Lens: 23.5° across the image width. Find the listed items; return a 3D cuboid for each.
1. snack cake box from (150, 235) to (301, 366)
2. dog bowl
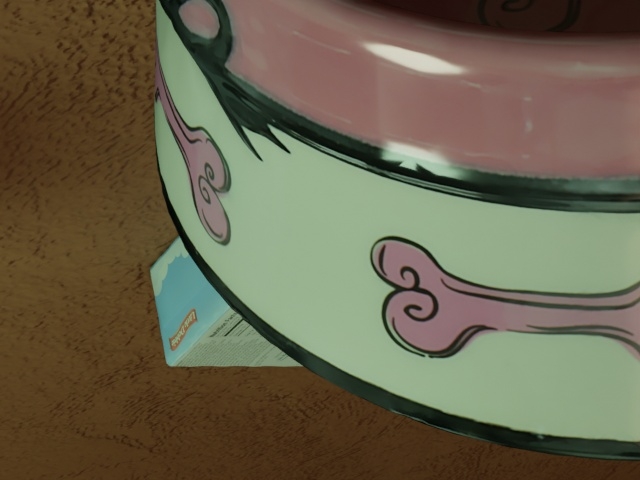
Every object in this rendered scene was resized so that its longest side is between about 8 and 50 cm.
[{"bbox_3d":[0.000,0.000,1.123,0.152,0.089,0.264,4,149,-32],"label":"snack cake box"},{"bbox_3d":[0.119,-0.126,0.586,0.408,0.408,0.150,-15,136,0],"label":"dog bowl"}]
